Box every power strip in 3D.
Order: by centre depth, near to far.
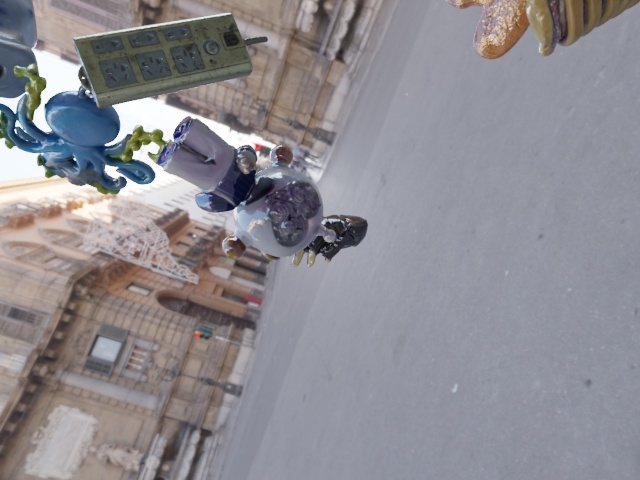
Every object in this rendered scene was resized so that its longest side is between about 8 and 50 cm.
[{"bbox_3d":[-0.195,-0.256,0.636,0.092,0.267,0.034,69,158,1],"label":"power strip"}]

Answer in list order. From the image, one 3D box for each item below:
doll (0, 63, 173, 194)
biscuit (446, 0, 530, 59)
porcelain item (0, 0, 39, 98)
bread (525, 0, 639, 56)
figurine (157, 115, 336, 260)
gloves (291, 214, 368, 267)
[{"bbox_3d":[-0.532,-0.230,1.047,0.341,0.345,0.099,-40,45,47],"label":"doll"},{"bbox_3d":[0.317,-0.461,0.872,0.036,0.192,0.186,-27,-29,-50],"label":"biscuit"},{"bbox_3d":[-0.758,-0.512,0.994,0.178,0.242,0.406,-40,68,34],"label":"porcelain item"},{"bbox_3d":[0.404,-0.379,0.697,0.225,0.134,0.081,-34,34,-10],"label":"bread"},{"bbox_3d":[-0.100,-0.084,0.704,0.194,0.274,0.133,-45,31,-23],"label":"figurine"},{"bbox_3d":[0.000,0.000,1.157,0.164,0.203,0.124,-22,79,61],"label":"gloves"}]
